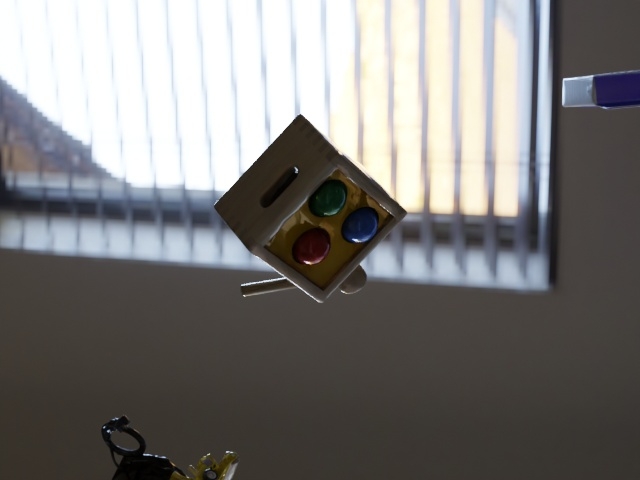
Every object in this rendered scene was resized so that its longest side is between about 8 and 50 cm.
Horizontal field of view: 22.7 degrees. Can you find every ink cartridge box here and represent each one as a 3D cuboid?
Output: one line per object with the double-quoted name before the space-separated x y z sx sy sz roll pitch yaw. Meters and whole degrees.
"ink cartridge box" 0.430 -0.195 2.012 0.208 0.206 0.045 -134 39 -81

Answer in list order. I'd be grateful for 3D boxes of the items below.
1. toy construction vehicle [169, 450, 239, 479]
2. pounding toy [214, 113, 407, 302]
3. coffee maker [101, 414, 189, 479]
"toy construction vehicle" -0.109 0.196 1.203 0.098 0.035 0.086 -35 -25 -41
"pounding toy" -0.003 0.009 1.591 0.181 0.094 0.206 -47 -45 5
"coffee maker" -0.184 0.280 1.377 0.171 0.120 0.178 46 -127 -8
